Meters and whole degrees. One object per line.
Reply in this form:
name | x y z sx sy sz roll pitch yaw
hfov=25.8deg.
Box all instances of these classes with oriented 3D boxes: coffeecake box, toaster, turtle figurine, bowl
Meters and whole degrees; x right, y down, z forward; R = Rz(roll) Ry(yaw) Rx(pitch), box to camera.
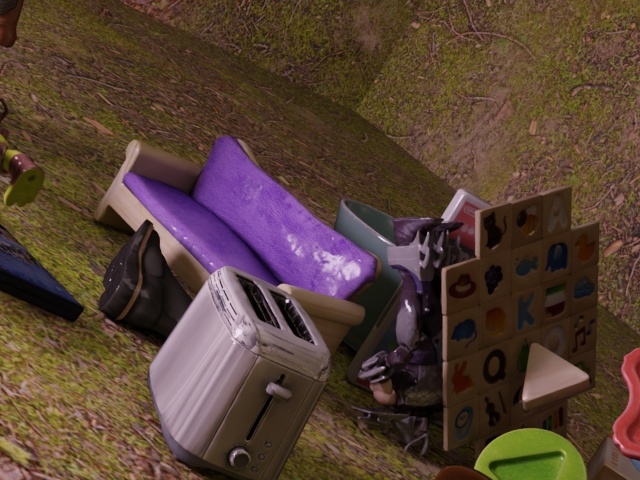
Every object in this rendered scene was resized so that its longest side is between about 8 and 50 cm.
coffeecake box | 0.436 0.350 1.927 0.142 0.068 0.185 33 12 8
toaster | -0.080 0.125 1.361 0.129 0.146 0.227 27 12 -23
turtle figurine | -0.406 -0.133 1.666 0.217 0.087 0.269 49 -1 37
bowl | 0.122 0.088 1.955 0.311 0.163 0.311 31 9 -5

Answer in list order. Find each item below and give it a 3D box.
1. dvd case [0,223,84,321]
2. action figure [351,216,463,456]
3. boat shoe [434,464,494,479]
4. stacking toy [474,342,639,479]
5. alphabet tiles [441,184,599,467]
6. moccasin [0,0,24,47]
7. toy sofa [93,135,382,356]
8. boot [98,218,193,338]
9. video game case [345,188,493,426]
dvd case | -0.369 -0.016 1.435 0.253 0.022 0.180 40 3 33
action figure | 0.119 0.116 1.668 0.099 0.285 0.185 0 -2 39
boat shoe | 0.208 0.318 1.494 0.207 0.073 0.073 43 13 18
stacking toy | 0.341 0.279 1.652 0.279 0.309 0.130 13 -35 22
alphabet tiles | 0.249 0.112 1.718 0.285 0.342 0.011 -16 21 -39
moccasin | -0.481 -0.257 1.737 0.380 0.147 0.139 -3 -2 44
toy sofa | -0.106 0.001 1.730 0.150 0.177 0.362 18 19 -49
boot | -0.174 0.063 1.592 0.137 0.077 0.198 33 24 -14
video game case | 0.188 0.099 1.795 0.204 0.285 0.025 27 12 -20
